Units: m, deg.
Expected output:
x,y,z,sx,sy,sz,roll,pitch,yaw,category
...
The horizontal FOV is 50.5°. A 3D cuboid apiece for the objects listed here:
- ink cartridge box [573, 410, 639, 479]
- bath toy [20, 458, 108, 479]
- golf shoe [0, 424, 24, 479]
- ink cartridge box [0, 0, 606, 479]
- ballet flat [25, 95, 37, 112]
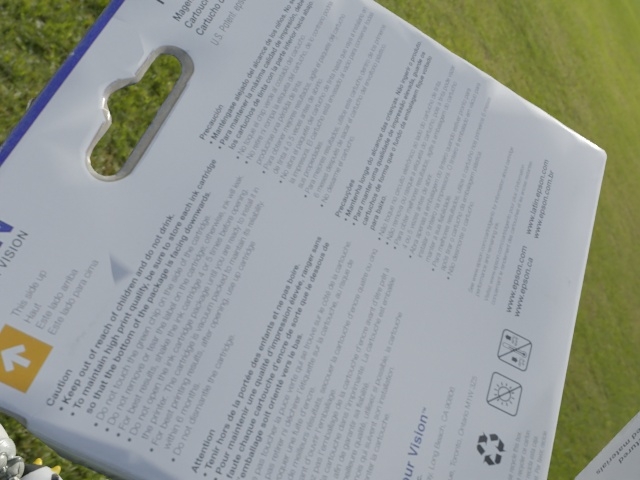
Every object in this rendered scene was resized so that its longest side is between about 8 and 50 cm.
x,y,z,sx,sy,sz,roll,pitch,yaw,category
0.240,0.187,0.242,0.207,0.117,0.283,35,15,-4,ink cartridge box
-0.446,0.316,0.857,0.151,0.349,0.128,19,83,-78,bath toy
-0.362,0.226,0.615,0.086,0.176,0.069,50,-17,30,golf shoe
0.000,0.000,0.397,0.330,0.071,0.324,29,61,-10,ink cartridge box
-0.344,-0.100,0.846,0.057,0.052,0.168,-3,78,-54,ballet flat
